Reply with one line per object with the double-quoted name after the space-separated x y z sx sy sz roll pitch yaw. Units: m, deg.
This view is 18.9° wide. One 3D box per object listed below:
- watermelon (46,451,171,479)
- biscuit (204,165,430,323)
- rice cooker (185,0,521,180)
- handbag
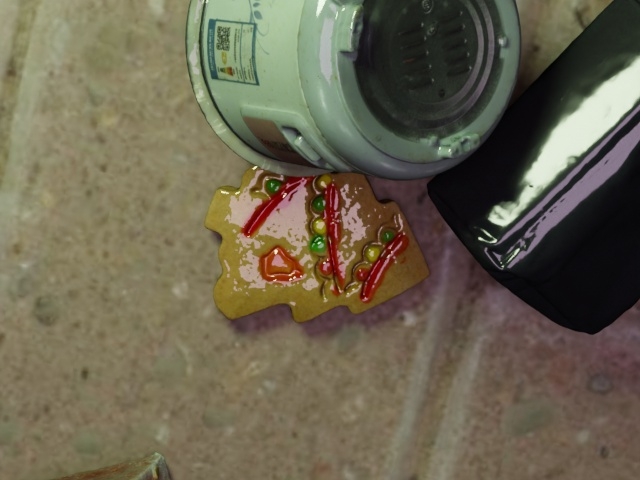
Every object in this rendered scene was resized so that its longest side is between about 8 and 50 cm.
-0.201 0.345 1.945 0.201 0.261 0.213 -18 99 -30 "watermelon"
0.000 0.000 1.969 0.238 0.041 0.212 17 96 -7 "biscuit"
0.025 -0.186 1.814 0.316 0.316 0.264 35 77 -10 "rice cooker"
0.279 -0.076 1.929 0.302 0.275 0.178 -46 56 6 "handbag"
